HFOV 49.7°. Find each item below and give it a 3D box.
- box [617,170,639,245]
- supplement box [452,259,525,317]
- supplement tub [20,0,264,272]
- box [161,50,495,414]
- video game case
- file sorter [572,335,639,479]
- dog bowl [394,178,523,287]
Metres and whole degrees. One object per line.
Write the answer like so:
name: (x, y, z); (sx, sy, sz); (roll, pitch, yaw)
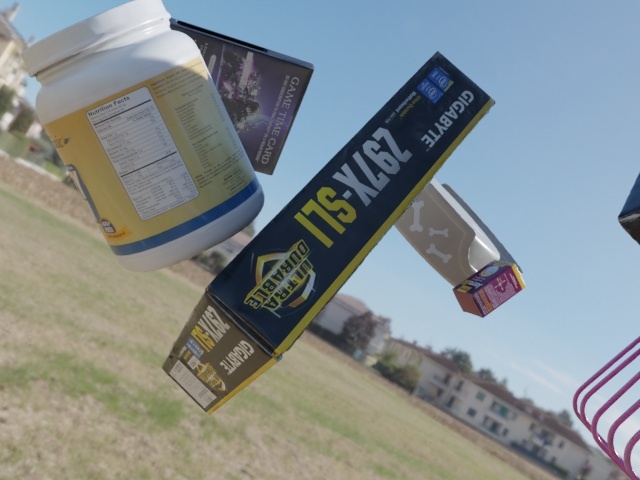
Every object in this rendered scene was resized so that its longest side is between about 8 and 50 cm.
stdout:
box: (0.426, -0.092, 0.491); (0.183, 0.296, 0.294); (44, -33, -6)
supplement box: (0.242, 0.068, 0.994); (0.043, 0.083, 0.055); (61, -15, -15)
supplement tub: (-0.149, -0.089, 0.594); (0.144, 0.144, 0.200); (18, -46, 65)
box: (0.000, 0.000, 0.648); (0.079, 0.322, 0.257); (41, -30, 2)
video game case: (-0.170, -0.210, 1.013); (0.274, 0.196, 0.026); (13, 37, -17)
file sorter: (0.446, 0.224, 0.826); (0.182, 0.202, 0.290); (48, 5, 7)
dog bowl: (0.228, -0.035, 1.311); (0.349, 0.102, 0.349); (43, 15, -15)
